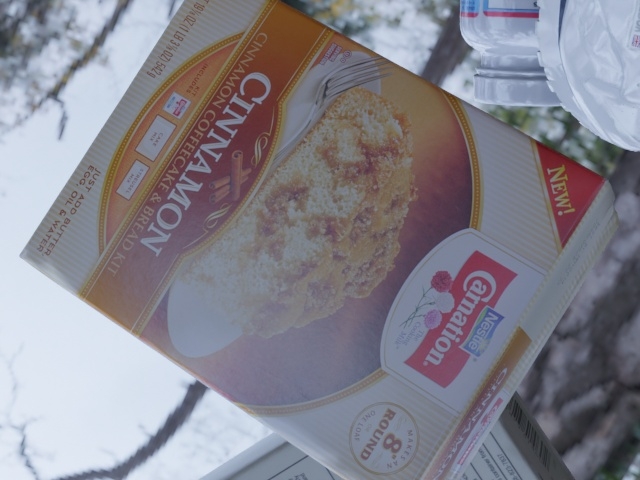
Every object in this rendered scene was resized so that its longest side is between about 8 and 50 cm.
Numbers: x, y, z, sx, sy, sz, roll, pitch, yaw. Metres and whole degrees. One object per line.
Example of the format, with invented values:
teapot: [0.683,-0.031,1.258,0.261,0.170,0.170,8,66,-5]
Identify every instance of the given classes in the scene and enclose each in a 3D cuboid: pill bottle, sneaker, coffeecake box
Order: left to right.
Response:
coffeecake box: [0.000,0.000,0.559,0.185,0.142,0.068,31,176,20]
pill bottle: [0.130,-0.165,0.871,0.087,0.160,0.087,1,-169,0]
sneaker: [0.176,-0.132,0.765,0.090,0.235,0.095,-35,-135,-17]

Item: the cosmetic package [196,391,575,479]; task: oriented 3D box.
cosmetic package: [0.009,0.202,0.976,0.160,0.309,0.113,58,-166,-1]
